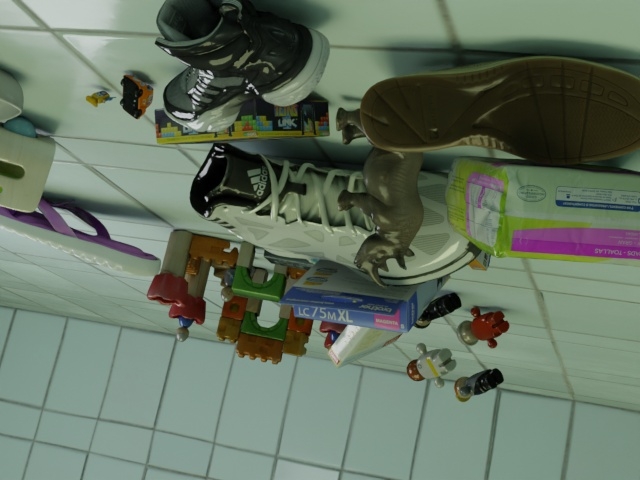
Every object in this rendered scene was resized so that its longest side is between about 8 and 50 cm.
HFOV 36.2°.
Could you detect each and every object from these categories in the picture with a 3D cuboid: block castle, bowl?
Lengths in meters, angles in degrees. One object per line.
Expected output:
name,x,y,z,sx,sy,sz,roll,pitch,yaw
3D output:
block castle,-0.128,0.145,2.148,0.453,0.212,0.303,10,166,6
bowl,-0.491,-0.217,1.364,0.142,0.053,0.142,24,162,-37

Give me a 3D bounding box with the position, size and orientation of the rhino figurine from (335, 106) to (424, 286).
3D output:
rhino figurine,0.078,-0.051,1.238,0.106,0.243,0.073,2,-159,12

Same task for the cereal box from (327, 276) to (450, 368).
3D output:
cereal box,0.129,0.146,1.902,0.173,0.047,0.240,-19,154,-40

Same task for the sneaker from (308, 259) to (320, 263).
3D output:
sneaker,0.000,0.000,1.680,0.073,0.063,0.162,-2,162,34

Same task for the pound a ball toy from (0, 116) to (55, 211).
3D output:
pound a ball toy,-0.590,-0.170,1.542,0.319,0.135,0.208,18,-170,-21

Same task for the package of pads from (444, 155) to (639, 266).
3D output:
package of pads,0.271,-0.036,1.107,0.229,0.101,0.296,4,-173,-3

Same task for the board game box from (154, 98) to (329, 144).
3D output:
board game box,-0.097,-0.147,1.220,0.170,0.048,0.141,1,-176,37

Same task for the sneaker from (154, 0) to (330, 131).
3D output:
sneaker,-0.123,-0.201,1.047,0.153,0.101,0.269,30,158,-35

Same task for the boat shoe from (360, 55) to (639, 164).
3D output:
boat shoe,0.197,-0.142,1.025,0.302,0.109,0.098,1,-161,22

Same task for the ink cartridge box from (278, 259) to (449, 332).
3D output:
ink cartridge box,0.082,0.063,1.512,0.186,0.065,0.311,6,-159,22

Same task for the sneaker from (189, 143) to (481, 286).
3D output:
sneaker,-0.006,-0.039,1.360,0.448,0.169,0.257,3,173,39

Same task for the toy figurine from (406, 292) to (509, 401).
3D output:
toy figurine,0.293,0.235,2.153,0.213,0.209,0.148,20,154,-25

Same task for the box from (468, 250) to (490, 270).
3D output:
box,0.240,-0.006,1.520,0.028,0.081,0.136,6,164,25

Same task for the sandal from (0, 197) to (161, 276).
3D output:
sandal,-0.509,-0.032,2.019,0.416,0.102,0.169,20,-177,9

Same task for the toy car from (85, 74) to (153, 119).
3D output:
toy car,-0.265,-0.203,1.305,0.122,0.060,0.040,22,-141,38

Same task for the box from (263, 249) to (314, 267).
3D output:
box,0.015,0.032,1.848,0.233,0.059,0.183,10,176,3
